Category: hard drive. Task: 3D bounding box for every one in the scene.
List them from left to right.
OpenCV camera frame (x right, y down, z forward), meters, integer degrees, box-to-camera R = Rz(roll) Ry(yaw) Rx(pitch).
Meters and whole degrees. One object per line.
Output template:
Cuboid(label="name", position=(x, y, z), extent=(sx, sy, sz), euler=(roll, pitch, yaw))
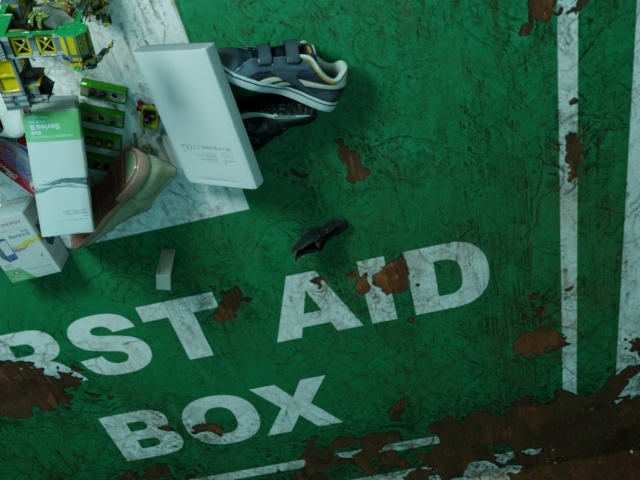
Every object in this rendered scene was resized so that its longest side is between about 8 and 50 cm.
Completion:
Cuboid(label="hard drive", position=(-0.283, -0.287, 1.568), extent=(0.233, 0.047, 0.353), euler=(9, 132, 34))

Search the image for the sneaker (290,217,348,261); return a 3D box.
Cuboid(label="sneaker", position=(-0.001, -0.002, 1.866), extent=(0.170, 0.089, 0.051), euler=(-17, 126, 10))

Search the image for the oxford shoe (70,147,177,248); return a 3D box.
Cuboid(label="oxford shoe", position=(-0.524, -0.086, 1.749), extent=(0.397, 0.140, 0.146), euler=(-33, 150, 35))

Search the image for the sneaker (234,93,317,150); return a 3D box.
Cuboid(label="sneaker", position=(-0.144, -0.285, 1.647), extent=(0.283, 0.107, 0.124), euler=(-1, 132, 10))

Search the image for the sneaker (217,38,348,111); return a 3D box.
Cuboid(label="sneaker", position=(-0.088, -0.406, 1.537), extent=(0.321, 0.126, 0.127), euler=(11, 131, -24))

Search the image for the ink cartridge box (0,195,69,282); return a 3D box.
Cuboid(label="ink cartridge box", position=(-0.814, -0.002, 1.821), extent=(0.154, 0.093, 0.212), euler=(-13, 125, 7))

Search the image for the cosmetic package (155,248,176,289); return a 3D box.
Cuboid(label="cosmetic package", position=(-0.437, 0.081, 1.889), extent=(0.041, 0.115, 0.060), euler=(4, 126, -6))

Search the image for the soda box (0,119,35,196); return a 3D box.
Cuboid(label="soda box", position=(-0.725, -0.185, 1.686), extent=(0.083, 0.092, 0.263), euler=(-36, 120, 18))

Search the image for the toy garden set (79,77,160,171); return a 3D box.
Cuboid(label="toy garden set", position=(-0.503, -0.263, 1.666), extent=(0.203, 0.049, 0.244), euler=(10, 126, -11))

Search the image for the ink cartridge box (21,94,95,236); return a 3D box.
Cuboid(label="ink cartridge box", position=(-0.605, -0.176, 1.551), extent=(0.121, 0.211, 0.289), euler=(-7, 112, -19))

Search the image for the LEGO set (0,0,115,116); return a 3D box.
Cuboid(label="LEGO set", position=(-0.558, -0.401, 1.404), extent=(0.255, 0.331, 0.192), euler=(-12, 136, -10))

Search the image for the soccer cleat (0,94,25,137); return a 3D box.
Cuboid(label="soccer cleat", position=(-0.732, -0.336, 1.555), extent=(0.076, 0.068, 0.196), euler=(-8, 107, -22))
